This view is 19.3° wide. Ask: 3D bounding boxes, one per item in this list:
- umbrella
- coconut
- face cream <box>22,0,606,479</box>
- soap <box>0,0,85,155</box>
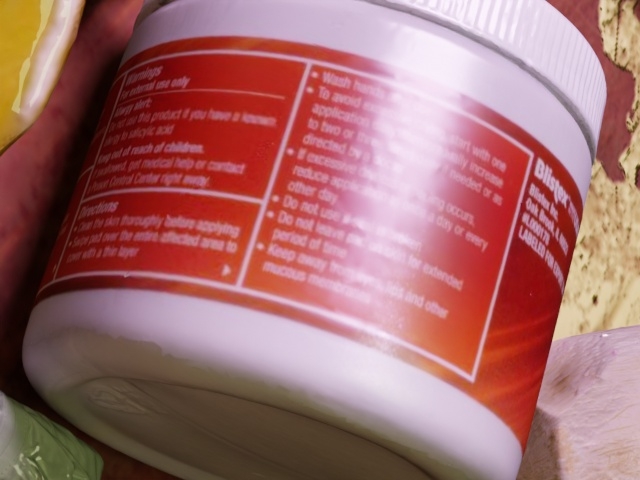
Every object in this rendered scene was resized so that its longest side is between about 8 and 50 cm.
[{"bbox_3d":[-0.141,0.069,0.706,0.062,0.067,0.143,-49,135,-2],"label":"umbrella"},{"bbox_3d":[0.167,0.124,0.985,0.161,0.162,0.161,-8,90,-76],"label":"coconut"},{"bbox_3d":[0.000,0.000,0.761,0.201,0.201,0.187,35,63,-42],"label":"face cream"},{"bbox_3d":[-0.191,-0.037,0.491,0.143,0.281,0.259,27,69,-42],"label":"soap"}]
